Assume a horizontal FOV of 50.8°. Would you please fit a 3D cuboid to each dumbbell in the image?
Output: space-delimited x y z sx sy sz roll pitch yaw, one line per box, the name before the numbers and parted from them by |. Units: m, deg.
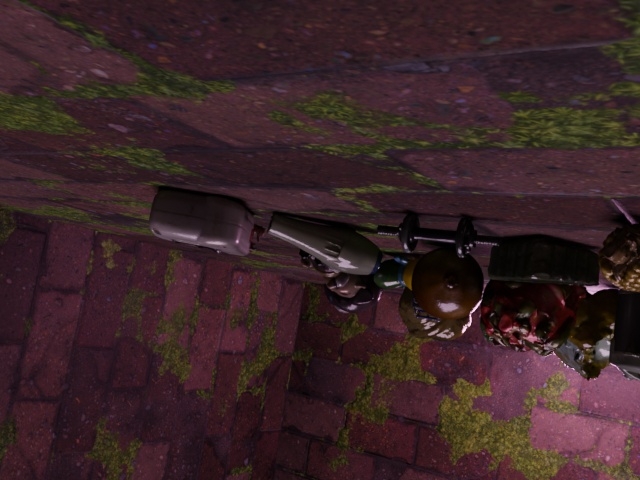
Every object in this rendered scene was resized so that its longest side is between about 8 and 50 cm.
dumbbell | 0.233 -0.010 1.350 0.254 0.082 0.081 7 173 27

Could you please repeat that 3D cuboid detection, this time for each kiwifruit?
kiwifruit | 0.334 0.111 1.770 0.196 0.196 0.234 8 170 9

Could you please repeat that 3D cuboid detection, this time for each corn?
corn | 0.597 0.040 1.153 0.322 0.119 0.119 7 175 -27

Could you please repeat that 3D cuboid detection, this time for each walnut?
walnut | 0.468 0.287 2.784 0.253 0.282 0.277 -31 -168 -18

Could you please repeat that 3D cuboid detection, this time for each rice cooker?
rice cooker | 0.929 0.255 1.793 0.288 0.277 0.288 8 174 1

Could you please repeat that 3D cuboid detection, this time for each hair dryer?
hair dryer | -0.020 -0.007 1.754 0.296 0.119 0.298 21 -179 -31

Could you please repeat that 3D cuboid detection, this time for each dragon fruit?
dragon fruit | 0.529 0.159 1.688 0.231 0.237 0.302 17 -157 28

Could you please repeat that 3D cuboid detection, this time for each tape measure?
tape measure | -0.283 -0.036 1.655 0.265 0.130 0.258 9 176 3

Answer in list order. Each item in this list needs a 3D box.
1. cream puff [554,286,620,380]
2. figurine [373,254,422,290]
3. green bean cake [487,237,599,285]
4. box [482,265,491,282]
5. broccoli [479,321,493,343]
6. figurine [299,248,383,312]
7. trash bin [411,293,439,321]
cream puff | 0.862 0.260 2.163 0.274 0.270 0.323 44 163 40
figurine | 0.301 0.104 2.120 0.234 0.127 0.185 -13 173 37
green bean cake | 0.488 0.052 1.471 0.185 0.094 0.183 11 173 -20
box | 0.584 0.116 2.062 0.130 0.051 0.129 14 172 -40
broccoli | 0.769 0.313 2.654 0.245 0.294 0.265 43 -147 8
figurine | 0.066 0.127 2.195 0.218 0.206 0.365 6 173 34
trash bin | 0.454 0.199 2.448 0.234 0.184 0.162 8 177 -42
